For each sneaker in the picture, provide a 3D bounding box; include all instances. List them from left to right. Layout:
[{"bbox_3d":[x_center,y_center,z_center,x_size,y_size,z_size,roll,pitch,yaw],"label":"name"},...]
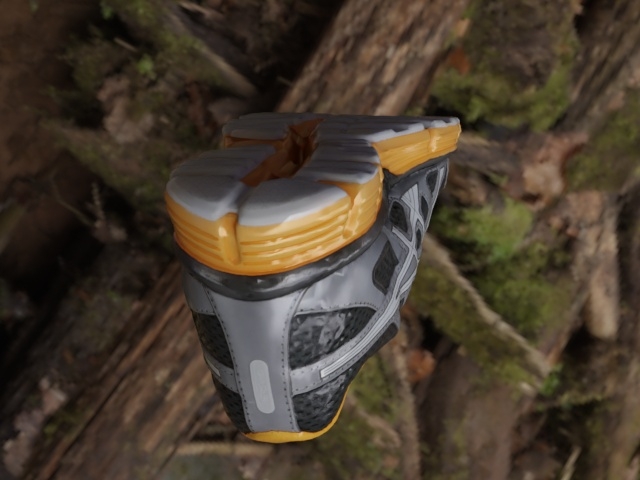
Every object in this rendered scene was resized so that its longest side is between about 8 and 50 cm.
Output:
[{"bbox_3d":[0.000,0.000,0.455,0.215,0.084,0.083,-40,128,-68],"label":"sneaker"}]
